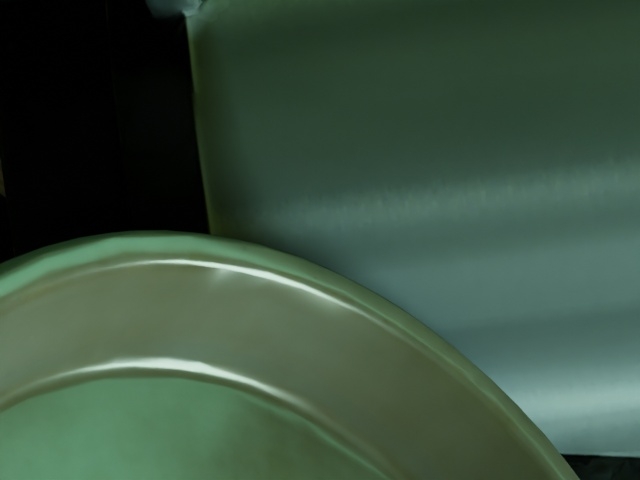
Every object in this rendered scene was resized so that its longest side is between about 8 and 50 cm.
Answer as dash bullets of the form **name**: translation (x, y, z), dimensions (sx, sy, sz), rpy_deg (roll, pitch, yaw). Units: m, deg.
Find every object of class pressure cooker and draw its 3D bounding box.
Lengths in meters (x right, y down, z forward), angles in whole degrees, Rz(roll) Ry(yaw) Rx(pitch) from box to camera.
- **pressure cooker**: translation (0.053, -0.042, 0.631), dimensions (0.375, 0.420, 0.370), rpy_deg (-82, 164, -67)

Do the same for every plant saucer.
- **plant saucer**: translation (-0.004, 0.129, 0.366), dimensions (0.278, 0.041, 0.278), rpy_deg (27, 46, -32)
